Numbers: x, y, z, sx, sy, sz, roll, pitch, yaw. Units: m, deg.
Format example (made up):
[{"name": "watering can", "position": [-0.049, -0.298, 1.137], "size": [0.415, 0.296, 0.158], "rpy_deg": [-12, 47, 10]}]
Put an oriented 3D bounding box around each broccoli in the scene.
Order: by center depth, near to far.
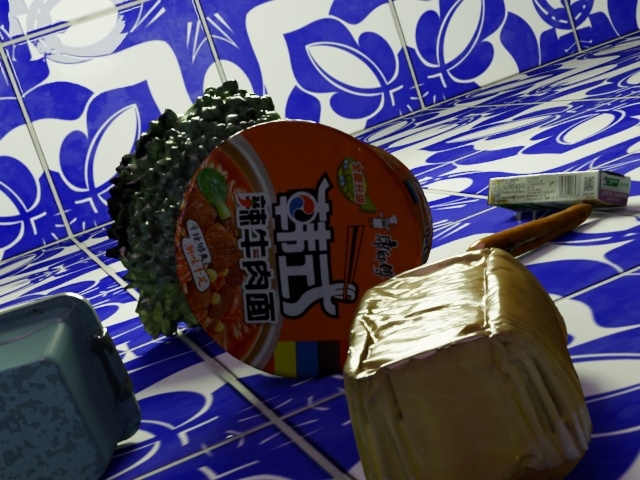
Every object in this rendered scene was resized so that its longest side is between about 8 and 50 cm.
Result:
[{"name": "broccoli", "position": [-0.090, -0.035, 1.490], "size": [0.348, 0.293, 0.281], "rpy_deg": [-7, -27, 2]}]

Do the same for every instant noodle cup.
[{"name": "instant noodle cup", "position": [0.000, 0.000, 1.202], "size": [0.250, 0.250, 0.192], "rpy_deg": [-15, 2, 18]}]

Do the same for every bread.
[{"name": "bread", "position": [0.102, 0.090, 0.829], "size": [0.153, 0.119, 0.288], "rpy_deg": [-20, 9, 10]}]

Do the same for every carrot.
[{"name": "carrot", "position": [0.245, -0.006, 1.339], "size": [0.190, 0.037, 0.037], "rpy_deg": [-19, 10, -27]}]

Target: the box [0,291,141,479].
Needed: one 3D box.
[{"name": "box", "position": [-0.292, 0.158, 1.076], "size": [0.227, 0.162, 0.130], "rpy_deg": [-18, 21, 6]}]

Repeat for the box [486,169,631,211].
[{"name": "box", "position": [0.291, -0.061, 1.461], "size": [0.050, 0.041, 0.207], "rpy_deg": [7, -4, -31]}]
